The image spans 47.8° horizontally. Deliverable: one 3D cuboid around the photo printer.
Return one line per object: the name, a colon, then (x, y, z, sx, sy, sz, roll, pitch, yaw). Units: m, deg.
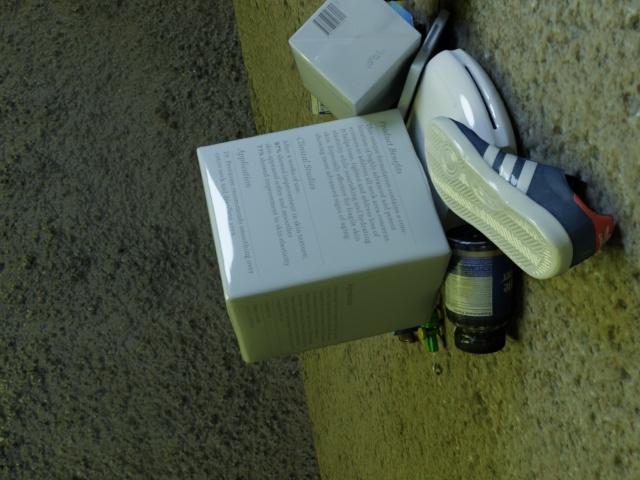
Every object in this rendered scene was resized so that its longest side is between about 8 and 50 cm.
photo printer: (0.247, -0.176, 1.337, 0.307, 0.107, 0.255, 104, 153, -57)

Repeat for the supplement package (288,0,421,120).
supplement package: (0.071, -0.348, 1.424, 0.175, 0.177, 0.293, 44, 179, 6)

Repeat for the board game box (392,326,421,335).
board game box: (0.201, 0.032, 1.697, 0.347, 0.078, 0.233, 100, 157, -51)

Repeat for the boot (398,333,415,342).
boot: (0.213, 0.196, 1.842, 0.106, 0.037, 0.114, -146, 53, -68)

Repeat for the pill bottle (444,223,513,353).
pill bottle: (0.287, 0.088, 1.312, 0.123, 0.123, 0.219, -138, 40, -68)

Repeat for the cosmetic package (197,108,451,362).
cosmetic package: (0.000, 0.000, 1.397, 0.327, 0.394, 0.329, 88, 169, -61)

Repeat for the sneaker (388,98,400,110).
sneaker: (0.115, -0.313, 1.635, 0.283, 0.107, 0.124, 56, 171, 9)

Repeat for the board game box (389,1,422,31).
board game box: (0.187, -0.440, 1.559, 0.168, 0.033, 0.133, -117, 19, -53)

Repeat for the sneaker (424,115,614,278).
sneaker: (0.296, -0.084, 1.102, 0.350, 0.148, 0.131, 55, 156, 38)

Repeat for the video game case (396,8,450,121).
video game case: (0.193, -0.322, 1.420, 0.201, 0.023, 0.183, 105, -169, -57)

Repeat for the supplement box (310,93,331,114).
supplement box: (0.008, -0.427, 2.198, 0.083, 0.056, 0.083, -143, 46, -70)

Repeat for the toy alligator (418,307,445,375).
toy alligator: (0.251, 0.213, 1.656, 0.051, 0.056, 0.189, -160, 62, -74)

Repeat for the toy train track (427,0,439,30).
toy train track: (0.229, -0.457, 1.431, 0.048, 0.014, 0.083, -113, 25, -64)
